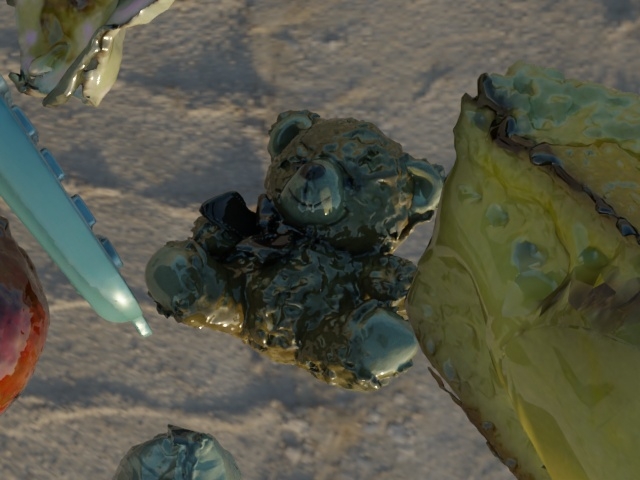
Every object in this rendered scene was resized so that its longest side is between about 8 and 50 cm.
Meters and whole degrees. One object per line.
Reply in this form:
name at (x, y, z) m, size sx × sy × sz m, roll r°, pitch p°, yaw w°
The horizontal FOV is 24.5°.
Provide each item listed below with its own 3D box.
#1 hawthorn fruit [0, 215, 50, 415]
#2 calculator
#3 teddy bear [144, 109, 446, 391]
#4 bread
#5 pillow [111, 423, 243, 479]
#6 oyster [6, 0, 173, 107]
hawthorn fruit at (-0.393, 0.071, 1.213) m, size 0.330 × 0.287 × 0.287 m, roll -40°, pitch 116°, yaw 3°
calculator at (-0.227, -0.091, 0.964) m, size 0.054 × 0.256 × 0.386 m, roll -38°, pitch 97°, yaw -9°
teddy bear at (0.000, 0.000, 1.396) m, size 0.267 × 0.156 × 0.256 m, roll 22°, pitch 81°, yaw 12°
bread at (0.161, 0.047, 0.759) m, size 0.163 × 0.262 × 0.204 m, roll -7°, pitch 134°, yaw -30°
pillow at (-0.143, 0.318, 1.375) m, size 0.138 × 0.310 × 0.283 m, roll 8°, pitch 81°, yaw -4°
oyster at (-0.073, -0.225, 0.589) m, size 0.107 × 0.201 × 0.354 m, roll -20°, pitch 144°, yaw -38°
